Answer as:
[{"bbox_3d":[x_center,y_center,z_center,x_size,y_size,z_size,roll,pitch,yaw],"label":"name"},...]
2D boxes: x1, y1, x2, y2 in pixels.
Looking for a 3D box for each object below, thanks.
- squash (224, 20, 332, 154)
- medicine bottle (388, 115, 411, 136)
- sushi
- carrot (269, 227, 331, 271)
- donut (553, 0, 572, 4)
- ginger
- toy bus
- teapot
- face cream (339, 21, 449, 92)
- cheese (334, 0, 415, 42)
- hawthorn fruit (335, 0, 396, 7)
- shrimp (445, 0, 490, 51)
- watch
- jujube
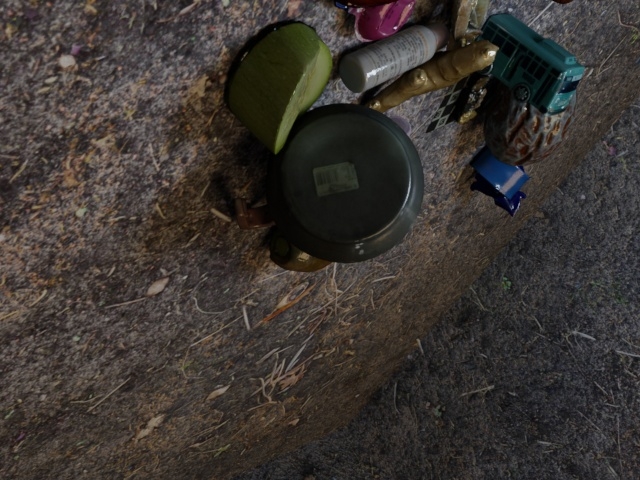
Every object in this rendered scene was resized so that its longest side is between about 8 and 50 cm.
[{"bbox_3d":[-0.050,-0.270,1.441,0.220,0.133,0.220,-43,160,-20],"label":"squash"},{"bbox_3d":[0.158,-0.198,1.939,0.121,0.122,0.213,-32,155,-28],"label":"medicine bottle"},{"bbox_3d":[0.391,-0.366,2.143,0.192,0.050,0.215,-25,152,-40],"label":"sushi"},{"bbox_3d":[0.000,0.000,2.017,0.301,0.139,0.139,-20,149,-49],"label":"carrot"},{"bbox_3d":[0.602,-0.637,1.971,0.217,0.085,0.141,-33,156,-30],"label":"donut"},{"bbox_3d":[0.222,-0.343,1.752,0.333,0.081,0.148,-24,-162,17],"label":"ginger"},{"bbox_3d":[0.492,-0.420,1.946,0.128,0.256,0.147,-20,146,-47],"label":"toy bus"},{"bbox_3d":[0.009,-0.087,1.662,0.375,0.306,0.362,-11,173,-2],"label":"teapot"},{"bbox_3d":[0.158,-0.378,1.661,0.269,0.082,0.082,-30,155,-32],"label":"face cream"},{"bbox_3d":[0.102,-0.432,1.487,0.155,0.062,0.244,-54,156,21],"label":"cheese"},{"bbox_3d":[0.095,-0.450,1.221,0.189,0.190,0.251,-37,-164,-17],"label":"hawthorn fruit"},{"bbox_3d":[0.302,-0.470,1.717,0.168,0.077,0.317,-58,164,-26],"label":"shrimp"},{"bbox_3d":[0.571,-0.202,2.589,0.171,0.196,0.200,-57,164,7],"label":"watch"},{"bbox_3d":[0.579,-0.352,2.247,0.215,0.247,0.308,7,157,-8],"label":"jujube"}]
